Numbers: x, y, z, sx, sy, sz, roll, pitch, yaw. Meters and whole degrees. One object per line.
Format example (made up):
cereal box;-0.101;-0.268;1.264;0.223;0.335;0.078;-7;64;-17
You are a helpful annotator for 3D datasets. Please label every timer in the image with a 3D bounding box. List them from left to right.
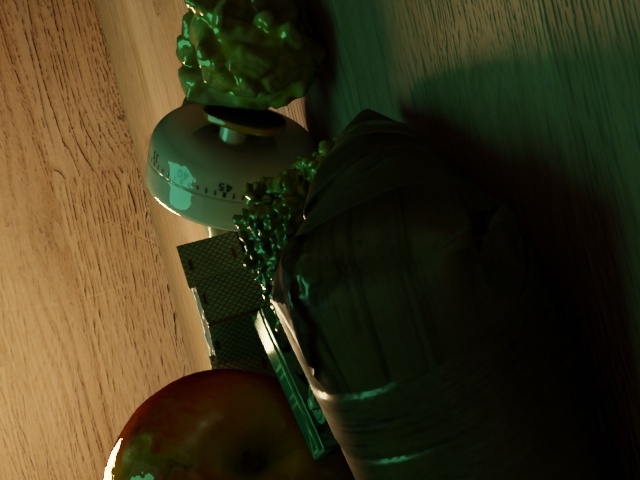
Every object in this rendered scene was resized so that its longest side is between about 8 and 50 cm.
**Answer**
timer;-0.114;-0.078;1.593;0.233;0.233;0.240;-126;41;-55

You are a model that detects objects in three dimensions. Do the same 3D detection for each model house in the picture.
model house;-0.114;0.108;1.897;0.206;0.178;0.271;164;93;-82

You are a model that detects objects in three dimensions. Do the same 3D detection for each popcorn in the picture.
popcorn;-0.087;-0.249;1.461;0.187;0.167;0.185;-167;68;-70

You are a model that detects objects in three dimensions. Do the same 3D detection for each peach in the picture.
peach;-0.141;0.379;1.800;0.388;0.388;0.388;165;90;-76

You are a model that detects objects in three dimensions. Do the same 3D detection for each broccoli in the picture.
broccoli;-0.010;0.006;1.394;0.273;0.180;0.242;-141;37;-67

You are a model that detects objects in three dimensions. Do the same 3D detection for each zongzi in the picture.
zongzi;0.144;0.135;1.098;0.467;0.218;0.500;-71;-41;-69

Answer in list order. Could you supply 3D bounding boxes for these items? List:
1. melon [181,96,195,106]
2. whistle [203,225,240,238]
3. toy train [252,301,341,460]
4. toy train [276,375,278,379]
melon;-0.166;-0.197;1.917;0.167;0.114;0.114;-140;38;-67
whistle;-0.165;-0.057;2.110;0.110;0.092;0.244;-122;23;-45
toy train;0.005;0.171;1.665;0.154;0.115;0.269;107;140;-67
toy train;-0.119;0.151;2.149;0.409;0.089;0.086;61;137;42
